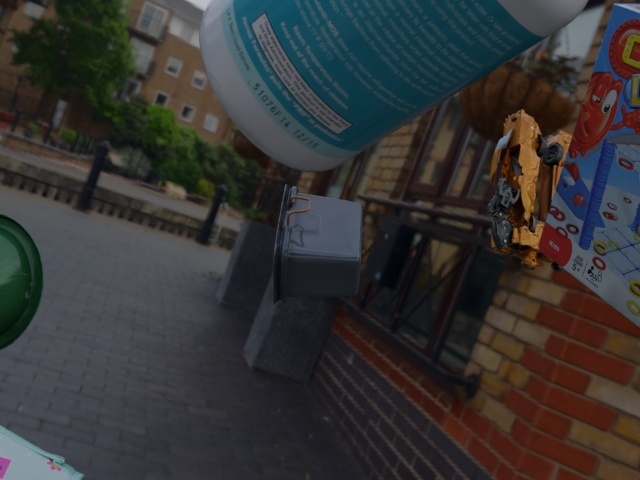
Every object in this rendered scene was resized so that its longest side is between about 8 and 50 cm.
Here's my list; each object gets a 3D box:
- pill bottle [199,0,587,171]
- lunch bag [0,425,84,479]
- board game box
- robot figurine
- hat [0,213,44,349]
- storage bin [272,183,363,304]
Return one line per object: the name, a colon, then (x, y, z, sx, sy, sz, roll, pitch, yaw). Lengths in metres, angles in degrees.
pill bottle: (0.059, -0.159, 0.449, 0.264, 0.146, 0.146, -28, -32, 35)
lunch bag: (-0.423, 0.322, 0.808, 0.223, 0.262, 0.160, 31, -31, -3)
board game box: (0.387, -0.049, 0.740, 0.086, 0.301, 0.308, -8, 33, -25)
robot figurine: (0.393, -0.081, 1.356, 0.211, 0.291, 0.085, 20, -19, -21)
hat: (-0.440, 0.047, 0.836, 0.208, 0.173, 0.183, 57, 7, 18)
storage bin: (0.000, 0.000, 0.804, 0.091, 0.098, 0.135, 4, 38, 1)
